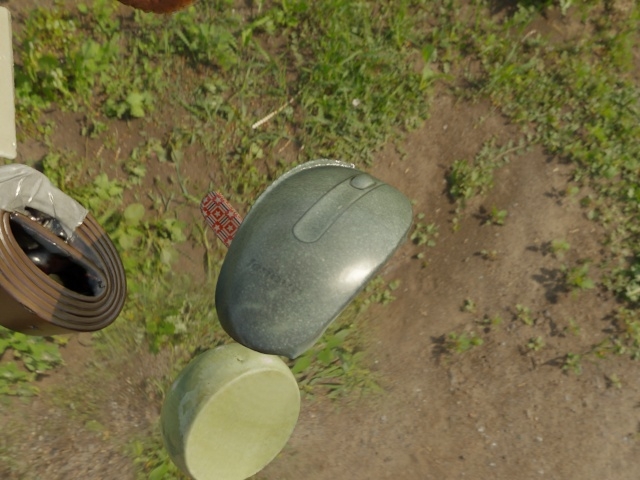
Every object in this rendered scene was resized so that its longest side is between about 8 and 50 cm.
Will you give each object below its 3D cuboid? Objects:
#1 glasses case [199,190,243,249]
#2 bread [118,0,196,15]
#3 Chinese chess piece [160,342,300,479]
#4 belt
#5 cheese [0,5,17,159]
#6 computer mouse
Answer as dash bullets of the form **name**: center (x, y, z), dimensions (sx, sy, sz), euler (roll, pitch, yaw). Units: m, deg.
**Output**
- **glasses case**: center (-0.221, -0.033, 1.670), dimensions (0.073, 0.049, 0.194), euler (-42, 79, 11)
- **bread**: center (-0.177, -0.355, 0.765), dimensions (0.199, 0.199, 0.104), euler (6, 37, -10)
- **Chinese chess piece**: center (-0.154, 0.298, 1.181), dimensions (0.250, 0.250, 0.101), euler (-40, 41, -19)
- **belt**: center (-0.463, 0.024, 1.109), dimensions (0.122, 0.338, 0.217), euler (-9, 49, 28)
- **cheese**: center (-0.779, -0.389, 1.644), dimensions (0.085, 0.034, 0.400), euler (9, 70, -55)
- **computer mouse**: center (0.002, -0.001, 0.955), dimensions (0.203, 0.114, 0.374), euler (25, 53, 17)
